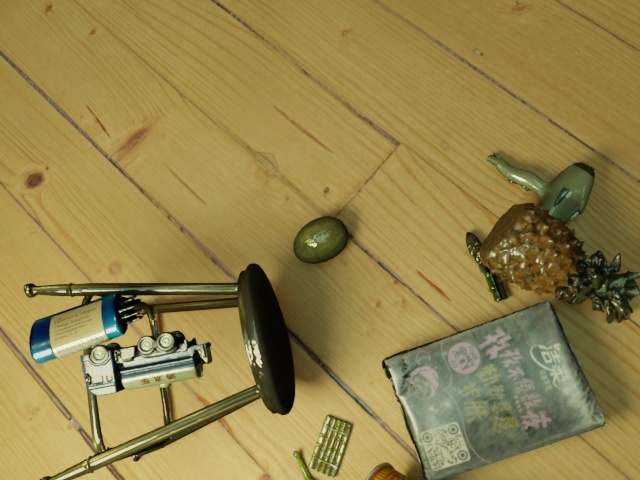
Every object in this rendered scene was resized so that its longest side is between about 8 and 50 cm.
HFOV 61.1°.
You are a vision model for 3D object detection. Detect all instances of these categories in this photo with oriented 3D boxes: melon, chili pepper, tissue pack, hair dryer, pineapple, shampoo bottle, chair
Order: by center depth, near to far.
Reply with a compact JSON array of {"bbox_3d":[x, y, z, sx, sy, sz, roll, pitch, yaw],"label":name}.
[{"bbox_3d":[-0.389,0.141,0.910,0.183,0.050,0.087,-19,46,-3],"label":"shampoo bottle"},{"bbox_3d":[0.485,0.065,1.052,0.340,0.169,0.169,32,85,-4],"label":"pineapple"},{"bbox_3d":[0.331,0.298,1.071,0.361,0.122,0.259,-21,76,3],"label":"tissue pack"},{"bbox_3d":[-0.277,0.241,1.087,0.410,0.364,0.362,-14,75,3],"label":"chair"},{"bbox_3d":[-0.035,0.482,1.143,0.017,0.030,0.083,-28,78,-16],"label":"chili pepper"},{"bbox_3d":[0.446,-0.071,1.160,0.225,0.088,0.219,13,84,26],"label":"hair dryer"},{"bbox_3d":[0.000,0.000,1.207,0.130,0.098,0.098,-29,74,3],"label":"melon"}]

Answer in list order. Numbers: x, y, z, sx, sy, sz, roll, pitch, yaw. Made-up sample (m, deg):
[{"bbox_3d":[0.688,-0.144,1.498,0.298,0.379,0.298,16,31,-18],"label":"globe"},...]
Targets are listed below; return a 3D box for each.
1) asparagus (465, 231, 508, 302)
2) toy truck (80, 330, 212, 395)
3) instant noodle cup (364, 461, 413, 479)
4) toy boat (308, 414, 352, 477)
[{"bbox_3d":[0.353,0.054,1.164,0.036,0.030,0.165,-29,74,14],"label":"asparagus"},{"bbox_3d":[-0.281,0.200,0.891,0.201,0.074,0.088,-10,84,-1],"label":"toy truck"},{"bbox_3d":[0.185,0.530,0.974,0.212,0.193,0.193,8,78,35],"label":"instant noodle cup"},{"bbox_3d":[0.021,0.436,1.149,0.063,0.016,0.115,17,82,14],"label":"toy boat"}]
